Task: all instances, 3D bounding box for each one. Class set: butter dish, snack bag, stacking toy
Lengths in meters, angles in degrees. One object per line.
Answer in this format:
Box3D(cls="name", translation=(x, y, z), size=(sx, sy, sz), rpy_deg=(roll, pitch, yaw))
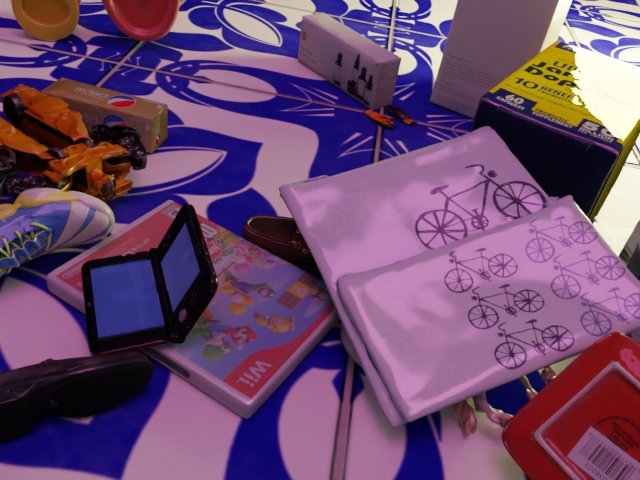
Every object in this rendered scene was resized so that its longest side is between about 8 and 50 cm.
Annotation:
Box3D(cls="butter dish", translation=(0.281, 0.198, 0.604), size=(0.160, 0.118, 0.160), rpy_deg=(-42, 53, 1))
Box3D(cls="snack bag", translation=(0.156, 0.006, 0.744), size=(0.322, 0.037, 0.343), rpy_deg=(-18, 55, -12))
Box3D(cls="stacking toy", translation=(-0.424, -0.532, 1.249), size=(0.308, 0.280, 0.130), rpy_deg=(2, 27, -10))

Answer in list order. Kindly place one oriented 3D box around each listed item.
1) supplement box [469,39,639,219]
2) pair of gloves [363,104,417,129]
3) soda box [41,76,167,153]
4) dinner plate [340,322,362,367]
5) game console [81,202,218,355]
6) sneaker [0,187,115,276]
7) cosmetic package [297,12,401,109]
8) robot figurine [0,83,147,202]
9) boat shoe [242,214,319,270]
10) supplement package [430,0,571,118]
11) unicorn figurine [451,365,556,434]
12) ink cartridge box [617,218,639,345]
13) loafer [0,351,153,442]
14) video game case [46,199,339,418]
Box3D(cls="supplement box", translation=(0.372, -0.153, 1.008), size=(0.194, 0.195, 0.356), rpy_deg=(28, 40, 21))
Box3D(cls="pair of gloves", translation=(0.130, -0.230, 1.199), size=(0.083, 0.010, 0.074), rpy_deg=(-18, 46, -34))
Box3D(cls="soda box", translation=(-0.330, -0.193, 0.995), size=(0.181, 0.061, 0.058), rpy_deg=(15, 38, 6))
Box3D(cls="dinner plate", translation=(0.093, 0.108, 0.749), size=(0.141, 0.017, 0.141), rpy_deg=(8, 36, -6))
Box3D(cls="game console", translation=(-0.182, 0.035, 0.679), size=(0.085, 0.124, 0.144), rpy_deg=(18, 30, -36))
Box3D(cls="sneaker", translation=(-0.352, 0.015, 0.716), size=(0.239, 0.091, 0.126), rpy_deg=(-4, 53, -11))
Box3D(cls="cosmetic package", translation=(0.049, -0.356, 1.270), size=(0.060, 0.099, 0.239), rpy_deg=(-20, 46, -34))
Box3D(cls="robot figurine", translation=(-0.374, -0.121, 0.873), size=(0.291, 0.085, 0.211), rpy_deg=(31, 42, 25))
Box3D(cls="boat shoe", translation=(0.000, 0.000, 0.819), size=(0.206, 0.073, 0.073), rpy_deg=(15, 41, 8))
Box3D(cls="supplement package", translation=(0.352, -0.393, 1.232), size=(0.177, 0.293, 0.175), rpy_deg=(26, 40, 18))
Box3D(cls="unicorn figurine", translation=(0.195, 0.136, 0.701), size=(0.161, 0.060, 0.111), rpy_deg=(-14, 48, -33))
Box3D(cls="ink cartridge box", translation=(0.433, 0.044, 0.770), size=(0.082, 0.191, 0.140), rpy_deg=(-14, 43, -29))
Box3D(cls="loafer", translation=(-0.243, 0.130, 0.601), size=(0.170, 0.062, 0.061), rpy_deg=(-10, 37, -27))
Box3D(cls="video game case", translation=(-0.135, 0.060, 0.744), size=(0.285, 0.025, 0.204), rpy_deg=(27, 41, 20))
